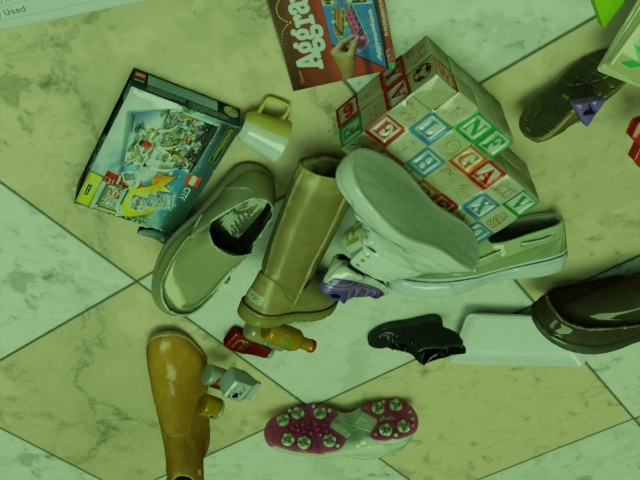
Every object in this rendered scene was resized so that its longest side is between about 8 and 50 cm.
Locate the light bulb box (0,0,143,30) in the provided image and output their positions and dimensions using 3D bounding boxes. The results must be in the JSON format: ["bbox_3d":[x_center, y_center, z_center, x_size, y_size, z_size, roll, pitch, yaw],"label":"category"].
[{"bbox_3d":[-0.375,-0.398,0.841,0.357,0.225,0.361,-10,135,5],"label":"light bulb box"}]

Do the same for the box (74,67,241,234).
[{"bbox_3d":[-0.234,-0.118,1.277,0.159,0.044,0.233,18,131,-24],"label":"box"}]

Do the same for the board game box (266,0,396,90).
[{"bbox_3d":[0.002,-0.316,1.113,0.145,0.027,0.281,-11,136,7],"label":"board game box"}]

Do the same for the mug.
[{"bbox_3d":[-0.079,-0.157,1.256,0.064,0.078,0.062,22,161,-18],"label":"mug"}]

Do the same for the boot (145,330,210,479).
[{"bbox_3d":[-0.248,0.323,1.613,0.104,0.211,0.295,-8,136,0],"label":"boot"}]

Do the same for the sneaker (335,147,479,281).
[{"bbox_3d":[0.077,-0.017,1.268,0.169,0.108,0.292,-14,144,38],"label":"sneaker"}]

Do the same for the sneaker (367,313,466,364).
[{"bbox_3d":[0.169,0.184,1.604,0.170,0.089,0.051,-16,135,10],"label":"sneaker"}]

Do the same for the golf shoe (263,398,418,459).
[{"bbox_3d":[0.041,0.398,1.800,0.306,0.115,0.140,-2,139,-3],"label":"golf shoe"}]

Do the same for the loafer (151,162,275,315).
[{"bbox_3d":[-0.158,0.008,1.325,0.102,0.092,0.268,28,103,-27],"label":"loafer"}]

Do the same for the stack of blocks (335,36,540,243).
[{"bbox_3d":[0.186,-0.130,1.282,0.171,0.087,0.297,-36,129,28],"label":"stack of blocks"}]

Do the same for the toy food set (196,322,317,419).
[{"bbox_3d":[-0.118,0.223,1.589,0.104,0.111,0.232,26,110,-33],"label":"toy food set"}]

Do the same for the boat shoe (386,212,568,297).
[{"bbox_3d":[0.249,0.015,1.447,0.302,0.109,0.094,-11,120,-7],"label":"boat shoe"}]

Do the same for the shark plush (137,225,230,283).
[{"bbox_3d":[-0.205,0.011,1.397,0.073,0.067,0.161,-31,131,24],"label":"shark plush"}]

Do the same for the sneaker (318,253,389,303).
[{"bbox_3d":[0.046,0.066,1.401,0.071,0.068,0.170,-48,150,12],"label":"sneaker"}]

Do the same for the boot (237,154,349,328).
[{"bbox_3d":[0.000,0.000,1.380,0.236,0.089,0.270,-16,135,-57],"label":"boot"}]

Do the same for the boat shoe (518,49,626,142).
[{"bbox_3d":[0.359,-0.201,1.257,0.178,0.064,0.060,-37,162,18],"label":"boat shoe"}]

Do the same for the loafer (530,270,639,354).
[{"bbox_3d":[0.534,0.098,1.543,0.365,0.134,0.130,-5,133,-15],"label":"loafer"}]

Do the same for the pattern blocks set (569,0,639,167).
[{"bbox_3d":[0.461,-0.271,1.167,0.285,0.026,0.325,29,112,-30],"label":"pattern blocks set"}]

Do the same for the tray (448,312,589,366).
[{"bbox_3d":[0.381,0.178,1.665,0.270,0.030,0.145,3,136,-10],"label":"tray"}]
